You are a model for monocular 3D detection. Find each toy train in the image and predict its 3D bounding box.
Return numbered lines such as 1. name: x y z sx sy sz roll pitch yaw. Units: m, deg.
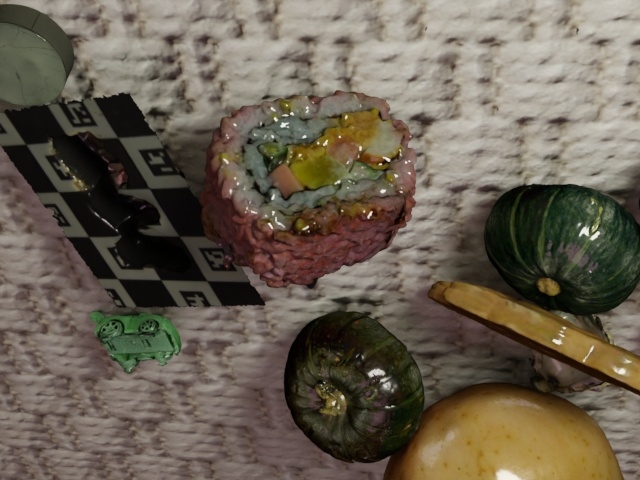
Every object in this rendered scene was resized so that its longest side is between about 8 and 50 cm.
1. toy train: -0.301 0.153 1.829 0.149 0.081 0.099 -10 134 14

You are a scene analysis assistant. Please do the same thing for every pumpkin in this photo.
1. pumpkin: 0.319 0.005 1.469 0.211 0.152 0.212 16 147 10
2. pumpkin: 0.044 0.227 1.724 0.238 0.159 0.238 14 112 39

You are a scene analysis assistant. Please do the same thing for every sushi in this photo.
1. sushi: -0.248 -0.072 1.558 0.296 0.100 0.373 -3 131 36
2. sushi: -0.014 -0.070 1.412 0.270 0.236 0.171 -16 149 -19

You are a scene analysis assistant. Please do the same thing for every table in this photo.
1. table: -0.384 -0.235 1.438 0.133 0.043 0.133 6 138 5

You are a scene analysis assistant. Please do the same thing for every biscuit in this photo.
1. biscuit: 0.307 0.127 1.544 0.376 0.051 0.269 23 175 34

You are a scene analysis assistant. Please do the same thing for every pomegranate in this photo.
1. pomegranate: 0.292 0.420 1.758 0.411 0.411 0.411 6 138 5

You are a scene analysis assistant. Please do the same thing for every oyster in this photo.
1. oyster: 0.376 0.164 1.704 0.163 0.081 0.191 49 130 0

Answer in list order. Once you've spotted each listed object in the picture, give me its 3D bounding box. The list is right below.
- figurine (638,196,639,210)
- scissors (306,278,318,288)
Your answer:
1. figurine: 0.553 0.009 1.410 0.382 0.186 0.261 39 126 -22
2. scissors: 0.000 0.000 1.637 0.088 0.017 0.220 12 139 -2
